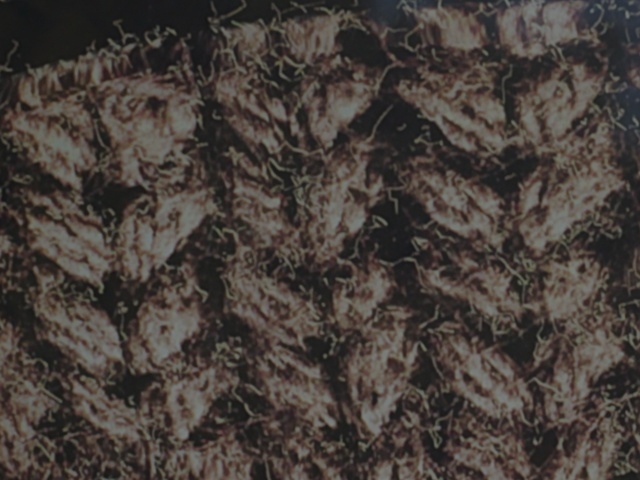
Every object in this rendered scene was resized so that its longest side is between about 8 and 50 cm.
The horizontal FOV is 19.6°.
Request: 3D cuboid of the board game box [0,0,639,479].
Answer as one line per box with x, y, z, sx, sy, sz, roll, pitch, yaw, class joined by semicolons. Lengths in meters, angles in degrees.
0.028;0.046;0.417;0.141;0.232;0.291;176;-95;-80;board game box
